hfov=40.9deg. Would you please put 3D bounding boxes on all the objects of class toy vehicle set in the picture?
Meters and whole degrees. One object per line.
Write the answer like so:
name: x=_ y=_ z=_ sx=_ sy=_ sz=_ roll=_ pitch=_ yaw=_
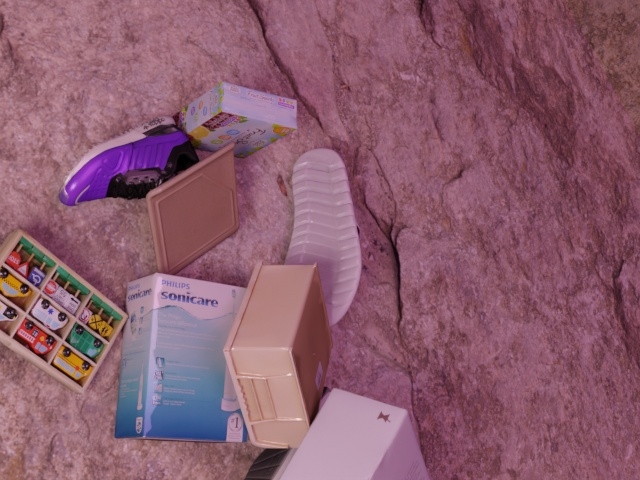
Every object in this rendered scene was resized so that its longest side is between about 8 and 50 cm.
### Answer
toy vehicle set: x=-0.468 y=0.125 z=1.476 sx=0.267 sy=0.035 sz=0.165 roll=47 pitch=54 yaw=-36

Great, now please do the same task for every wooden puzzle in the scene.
wooden puzzle: x=-0.244 y=-0.056 z=1.647 sx=0.221 sy=0.044 sz=0.238 roll=-38 pitch=147 yaw=-37

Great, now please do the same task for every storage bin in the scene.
storage bin: x=-0.067 y=0.215 z=1.630 sx=0.262 sy=0.123 sz=0.260 roll=-75 pitch=159 yaw=-53

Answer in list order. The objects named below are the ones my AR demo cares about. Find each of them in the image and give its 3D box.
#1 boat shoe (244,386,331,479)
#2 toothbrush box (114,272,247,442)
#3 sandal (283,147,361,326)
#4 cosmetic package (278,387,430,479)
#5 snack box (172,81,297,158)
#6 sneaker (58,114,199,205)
boat shoe: x=-0.048 y=0.434 z=1.711 sx=0.103 sy=0.118 sz=0.320 roll=49 pitch=48 yaw=-12
toothbrush box: x=-0.250 y=0.224 z=1.599 sx=0.216 sy=0.126 sz=0.295 roll=12 pitch=73 yaw=-36
sandal: x=0.015 y=0.000 z=1.870 sx=0.102 sy=0.170 sz=0.415 roll=52 pitch=39 yaw=-68
cosmetic package: x=0.093 y=0.516 z=1.639 sx=0.230 sy=0.162 sz=0.453 roll=-55 pitch=143 yaw=-33
snack box: x=-0.174 y=-0.238 z=1.725 sx=0.175 sy=0.207 sz=0.070 roll=9 pitch=74 yaw=-36
sneaker: x=-0.343 y=-0.124 z=1.608 sx=0.146 sy=0.102 sz=0.293 roll=48 pitch=53 yaw=7
